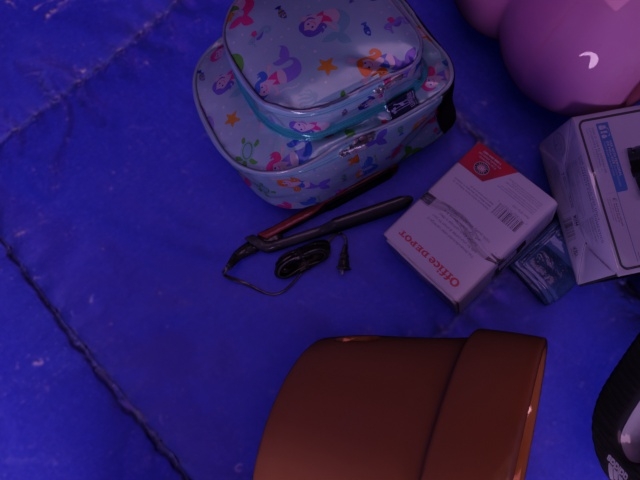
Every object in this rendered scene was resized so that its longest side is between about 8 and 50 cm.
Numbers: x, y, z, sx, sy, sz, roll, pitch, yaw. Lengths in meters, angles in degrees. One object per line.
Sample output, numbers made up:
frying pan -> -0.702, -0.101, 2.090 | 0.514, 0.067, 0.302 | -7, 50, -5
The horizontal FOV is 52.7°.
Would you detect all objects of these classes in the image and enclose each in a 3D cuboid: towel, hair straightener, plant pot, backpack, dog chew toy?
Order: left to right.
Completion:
backpack -> -0.006, -0.166, 0.687 | 0.253, 0.191, 0.225 | -31, 68, 7
hair straightener -> 0.000, 0.000, 0.722 | 0.230, 0.047, 0.089 | -25, 79, -1
plant pot -> 0.072, 0.206, 0.578 | 0.204, 0.291, 0.290 | 11, 80, 21
dog chew toy -> 0.238, -0.288, 0.690 | 0.207, 0.206, 0.332 | -38, 71, -3
towel -> 0.272, 0.012, 0.712 | 0.119, 0.029, 0.067 | -41, 81, -4

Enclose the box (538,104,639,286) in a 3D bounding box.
box -> 0.398, -0.064, 0.670 | 0.290, 0.087, 0.169 | -10, 80, -6

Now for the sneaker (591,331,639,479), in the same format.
sneaker -> 0.458, 0.062, 0.570 | 0.258, 0.169, 0.447 | 18, 111, -20

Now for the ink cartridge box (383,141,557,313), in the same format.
ink cartridge box -> 0.159, -0.013, 0.698 | 0.150, 0.063, 0.109 | -44, 69, -4
